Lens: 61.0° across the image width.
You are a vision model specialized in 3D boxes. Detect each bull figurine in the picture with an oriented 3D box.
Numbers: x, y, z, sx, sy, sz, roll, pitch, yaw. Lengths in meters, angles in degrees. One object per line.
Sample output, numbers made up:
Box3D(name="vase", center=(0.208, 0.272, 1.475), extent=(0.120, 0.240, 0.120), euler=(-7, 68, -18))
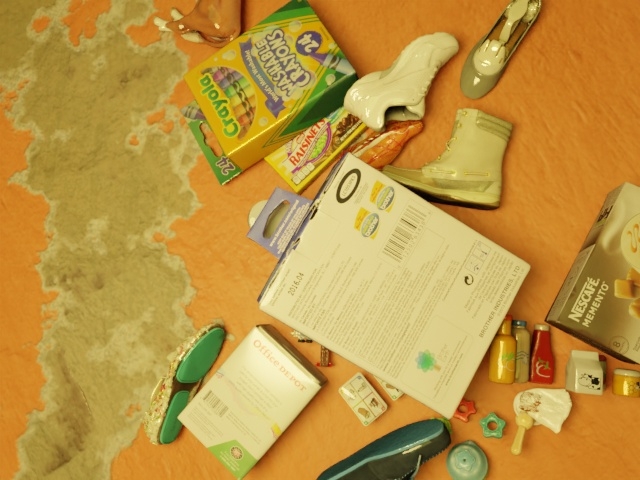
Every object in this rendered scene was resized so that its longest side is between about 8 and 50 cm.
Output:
Box3D(name="bull figurine", center=(-0.217, -0.530, 1.068), extent=(0.188, 0.101, 0.311), euler=(1, 81, 14))

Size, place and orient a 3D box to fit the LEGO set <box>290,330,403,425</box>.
Box3D(name="LEGO set", center=(0.068, 0.171, 0.964), extent=(0.182, 0.060, 0.244), euler=(-39, 79, -9))

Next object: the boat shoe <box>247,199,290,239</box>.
Box3D(name="boat shoe", center=(0.000, 0.000, 0.966), extent=(0.267, 0.088, 0.096), euler=(14, 85, -6))

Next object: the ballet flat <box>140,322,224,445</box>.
Box3D(name="ballet flat", center=(-0.259, 0.250, 0.986), extent=(0.077, 0.091, 0.241), euler=(22, 83, 34))

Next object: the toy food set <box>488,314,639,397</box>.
Box3D(name="toy food set", center=(0.379, 0.180, 0.861), extent=(0.232, 0.111, 0.105), euler=(5, 82, 4))

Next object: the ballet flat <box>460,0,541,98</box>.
Box3D(name="ballet flat", center=(0.316, -0.353, 0.963), extent=(0.072, 0.068, 0.213), euler=(34, 90, 13))

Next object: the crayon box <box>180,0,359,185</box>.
Box3D(name="crayon box", center=(-0.111, -0.276, 1.008), extent=(0.322, 0.083, 0.203), euler=(-33, 71, 6))

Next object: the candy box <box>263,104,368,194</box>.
Box3D(name="candy box", center=(-0.003, -0.193, 1.021), extent=(0.206, 0.027, 0.105), euler=(-44, 74, 2))

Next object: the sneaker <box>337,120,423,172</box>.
Box3D(name="sneaker", center=(0.112, -0.164, 0.988), extent=(0.175, 0.064, 0.067), euler=(-31, 115, -1))

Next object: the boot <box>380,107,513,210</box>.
Box3D(name="boot", center=(0.219, -0.151, 0.951), extent=(0.213, 0.077, 0.165), euler=(12, 86, 6))

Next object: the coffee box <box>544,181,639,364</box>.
Box3D(name="coffee box", center=(0.482, 0.053, 0.865), extent=(0.141, 0.098, 0.247), euler=(28, 88, 13))

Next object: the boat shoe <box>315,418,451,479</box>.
Box3D(name="boat shoe", center=(0.110, 0.382, 0.902), extent=(0.258, 0.109, 0.089), euler=(-34, 85, 21))

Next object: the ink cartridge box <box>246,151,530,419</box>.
Box3D(name="ink cartridge box", center=(0.080, 0.050, 0.852), extent=(0.395, 0.151, 0.270), euler=(31, 83, -6))

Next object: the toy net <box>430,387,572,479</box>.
Box3D(name="toy net", center=(0.298, 0.302, 0.899), extent=(0.232, 0.045, 0.122), euler=(-30, 51, 2))

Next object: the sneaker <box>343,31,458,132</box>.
Box3D(name="sneaker", center=(0.162, -0.269, 0.961), extent=(0.232, 0.090, 0.115), euler=(-37, 74, -1))

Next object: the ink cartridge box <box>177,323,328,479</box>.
Box3D(name="ink cartridge box", center=(-0.114, 0.273, 0.948), extent=(0.154, 0.093, 0.212), euler=(40, 92, 12))
